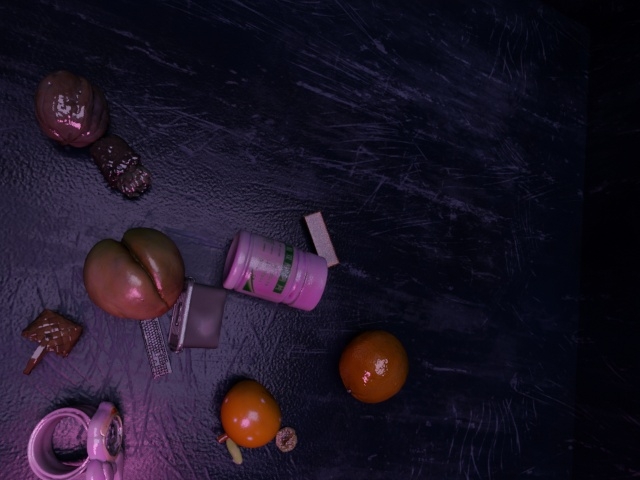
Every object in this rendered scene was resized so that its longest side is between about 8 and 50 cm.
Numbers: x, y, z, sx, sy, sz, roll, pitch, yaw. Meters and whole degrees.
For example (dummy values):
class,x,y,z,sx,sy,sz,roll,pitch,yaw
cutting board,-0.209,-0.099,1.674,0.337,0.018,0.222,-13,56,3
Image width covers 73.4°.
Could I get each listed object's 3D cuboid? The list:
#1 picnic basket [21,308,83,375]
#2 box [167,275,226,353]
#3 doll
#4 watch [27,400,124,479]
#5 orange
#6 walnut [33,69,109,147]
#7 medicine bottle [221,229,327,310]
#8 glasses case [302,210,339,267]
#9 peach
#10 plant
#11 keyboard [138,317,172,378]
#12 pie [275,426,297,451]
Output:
class,x,y,z,sx,sy,sz,roll,pitch,yaw
picnic basket,-0.800,0.303,1.247,0.137,0.128,0.179,33,62,-13
box,-0.404,0.246,1.412,0.134,0.163,0.244,12,77,-30
doll,-0.249,0.592,1.404,0.236,0.213,0.213,-43,100,-9
watch,-0.696,0.601,1.237,0.217,0.211,0.249,-5,76,-5
orange,0.193,0.465,1.584,0.263,0.264,0.265,3,81,-22
walnut,-0.770,-0.407,1.333,0.223,0.224,0.225,3,81,-22
medicine bottle,-0.160,0.107,1.498,0.325,0.212,0.212,20,75,-19
glasses case,0.000,0.000,1.668,0.075,0.049,0.219,-20,90,-17
peach,-0.560,0.106,1.319,0.292,0.247,0.293,18,61,-35
plant,-0.644,-0.237,1.392,0.129,0.132,0.195,-39,93,-20
keyboard,-0.542,0.348,1.413,0.063,0.010,0.198,-15,88,-22
pie,-0.122,0.709,1.529,0.084,0.020,0.085,4,80,-22
